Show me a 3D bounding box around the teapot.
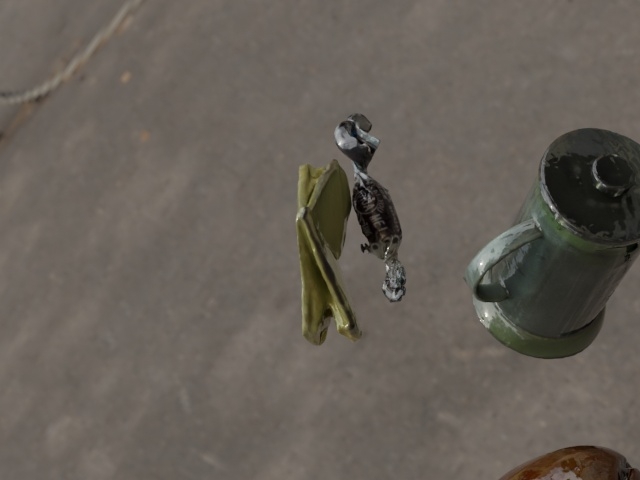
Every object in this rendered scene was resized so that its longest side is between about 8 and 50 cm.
[{"bbox_3d":[0.322,0.006,2.169,0.337,0.270,0.200,109,140,-56],"label":"teapot"}]

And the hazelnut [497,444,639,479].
[{"bbox_3d":[0.252,0.315,1.604,0.218,0.234,0.218,-13,41,12],"label":"hazelnut"}]

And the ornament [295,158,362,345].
[{"bbox_3d":[0.000,0.000,1.697,0.059,0.180,0.201,-8,67,11],"label":"ornament"}]

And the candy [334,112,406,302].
[{"bbox_3d":[0.063,-0.037,1.794,0.051,0.094,0.226,-14,79,9],"label":"candy"}]
